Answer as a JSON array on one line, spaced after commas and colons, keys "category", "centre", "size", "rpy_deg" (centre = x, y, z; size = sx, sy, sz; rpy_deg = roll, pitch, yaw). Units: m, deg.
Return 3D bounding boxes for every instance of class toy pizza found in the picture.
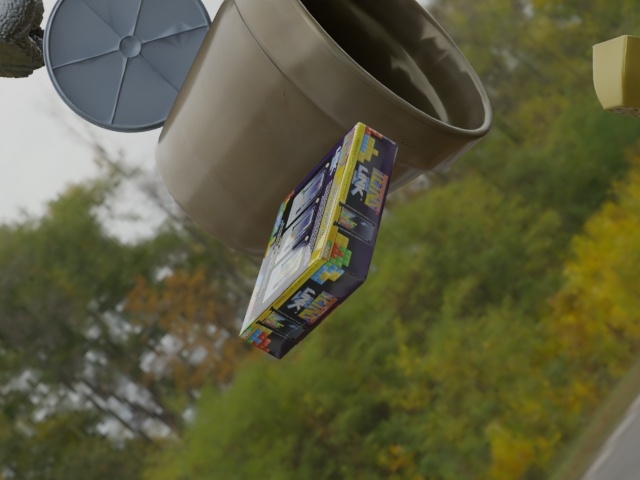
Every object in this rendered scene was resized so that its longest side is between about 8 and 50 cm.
[{"category": "toy pizza", "centre": [-0.224, -0.226, 1.766], "size": [0.201, 0.201, 0.032], "rpy_deg": [-49, 4, -4]}]

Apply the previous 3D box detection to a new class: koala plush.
[{"category": "koala plush", "centre": [-0.437, -0.347, 2.026], "size": [0.203, 0.196, 0.221], "rpy_deg": [38, -123, -72]}]

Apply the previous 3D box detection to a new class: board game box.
[{"category": "board game box", "centre": [0.000, 0.000, 1.312], "size": [0.141, 0.048, 0.170], "rpy_deg": [-43, 22, 43]}]

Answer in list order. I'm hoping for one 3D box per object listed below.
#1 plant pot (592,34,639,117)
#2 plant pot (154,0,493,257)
[{"category": "plant pot", "centre": [0.381, -0.196, 1.831], "size": [0.081, 0.082, 0.083], "rpy_deg": [171, 108, -70]}, {"category": "plant pot", "centre": [-0.022, -0.137, 1.623], "size": [0.280, 0.323, 0.323], "rpy_deg": [-47, -7, 24]}]
